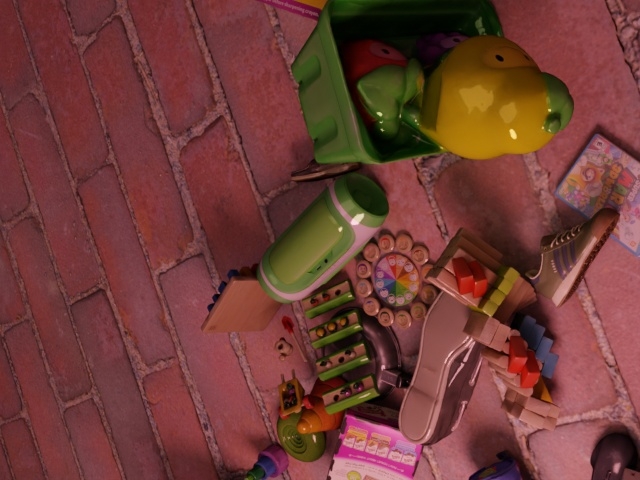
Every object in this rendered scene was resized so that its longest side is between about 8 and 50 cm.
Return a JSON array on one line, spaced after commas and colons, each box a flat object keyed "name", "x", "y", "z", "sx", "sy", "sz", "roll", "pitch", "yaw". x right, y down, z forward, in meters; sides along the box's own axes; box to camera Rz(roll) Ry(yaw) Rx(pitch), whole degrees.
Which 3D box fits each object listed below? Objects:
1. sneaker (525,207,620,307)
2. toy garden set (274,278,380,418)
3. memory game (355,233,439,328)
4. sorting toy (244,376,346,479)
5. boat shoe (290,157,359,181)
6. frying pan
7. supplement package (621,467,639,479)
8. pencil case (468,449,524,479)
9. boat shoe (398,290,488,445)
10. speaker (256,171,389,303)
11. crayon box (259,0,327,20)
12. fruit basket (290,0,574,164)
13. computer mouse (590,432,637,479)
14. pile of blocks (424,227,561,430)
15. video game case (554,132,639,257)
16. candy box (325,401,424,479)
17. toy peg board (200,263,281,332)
[{"name": "sneaker", "x": 0.388, "y": 0.014, "z": 1.227, "sx": 0.086, "sy": 0.064, "sz": 0.192, "roll": 39, "pitch": 130, "yaw": 25}, {"name": "toy garden set", "x": -0.011, "y": 0.215, "z": 1.503, "sx": 0.203, "sy": 0.049, "sz": 0.244, "roll": -26, "pitch": 57, "yaw": 19}, {"name": "memory game", "x": 0.142, "y": 0.076, "z": 1.468, "sx": 0.186, "sy": 0.012, "sz": 0.186, "roll": 4, "pitch": 97, "yaw": 36}, {"name": "sorting toy", "x": -0.062, "y": 0.416, "z": 1.605, "sx": 0.127, "sy": 0.126, "sz": 0.365, "roll": 50, "pitch": 131, "yaw": 13}, {"name": "boat shoe", "x": 0.007, "y": -0.146, "z": 1.519, "sx": 0.152, "sy": 0.056, "sz": 0.049, "roll": -9, "pitch": 88, "yaw": 30}, {"name": "frying pan", "x": 0.113, "y": 0.272, "z": 1.519, "sx": 0.326, "sy": 0.053, "sz": 0.197, "roll": 46, "pitch": 124, "yaw": 26}, {"name": "supplement package", "x": 0.518, "y": 0.489, "z": 1.150, "sx": 0.194, "sy": 0.149, "sz": 0.203, "roll": 15, "pitch": 108, "yaw": 23}, {"name": "pencil case", "x": 0.345, "y": 0.528, "z": 1.333, "sx": 0.133, "sy": 0.119, "sz": 0.306, "roll": 113, "pitch": 132, "yaw": -76}, {"name": "boat shoe", "x": 0.235, "y": 0.207, "z": 1.381, "sx": 0.112, "sy": 0.095, "sz": 0.335, "roll": 30, "pitch": 104, "yaw": 45}, {"name": "speaker", "x": 0.000, "y": 0.000, "z": 1.503, "sx": 0.296, "sy": 0.131, "sz": 0.131, "roll": -44, "pitch": 71, "yaw": 35}, {"name": "crayon box", "x": -0.023, "y": -0.582, "z": 1.423, "sx": 0.363, "sy": 0.106, "sz": 0.313, "roll": 28, "pitch": 114, "yaw": 31}, {"name": "fruit basket", "x": 0.188, "y": -0.237, "z": 1.153, "sx": 0.392, "sy": 0.392, "sz": 0.283, "roll": -16, "pitch": 88, "yaw": 39}, {"name": "computer mouse", "x": 0.461, "y": 0.424, "z": 1.272, "sx": 0.071, "sy": 0.041, "sz": 0.242, "roll": 20, "pitch": 111, "yaw": 34}, {"name": "pile of blocks", "x": 0.312, "y": 0.146, "z": 1.246, "sx": 0.362, "sy": 0.149, "sz": 0.112, "roll": 60, "pitch": 174, "yaw": -6}, {"name": "video game case", "x": 0.459, "y": -0.070, "z": 1.196, "sx": 0.166, "sy": 0.015, "sz": 0.119, "roll": 43, "pitch": 122, "yaw": 24}, {"name": "candy box", "x": 0.100, "y": 0.436, "z": 1.501, "sx": 0.159, "sy": 0.071, "sz": 0.233, "roll": 16, "pitch": 110, "yaw": 4}, {"name": "toy peg board", "x": -0.164, "y": 0.113, "z": 1.643, "sx": 0.161, "sy": 0.160, "sz": 0.079, "roll": -56, "pitch": 49, "yaw": 31}]
